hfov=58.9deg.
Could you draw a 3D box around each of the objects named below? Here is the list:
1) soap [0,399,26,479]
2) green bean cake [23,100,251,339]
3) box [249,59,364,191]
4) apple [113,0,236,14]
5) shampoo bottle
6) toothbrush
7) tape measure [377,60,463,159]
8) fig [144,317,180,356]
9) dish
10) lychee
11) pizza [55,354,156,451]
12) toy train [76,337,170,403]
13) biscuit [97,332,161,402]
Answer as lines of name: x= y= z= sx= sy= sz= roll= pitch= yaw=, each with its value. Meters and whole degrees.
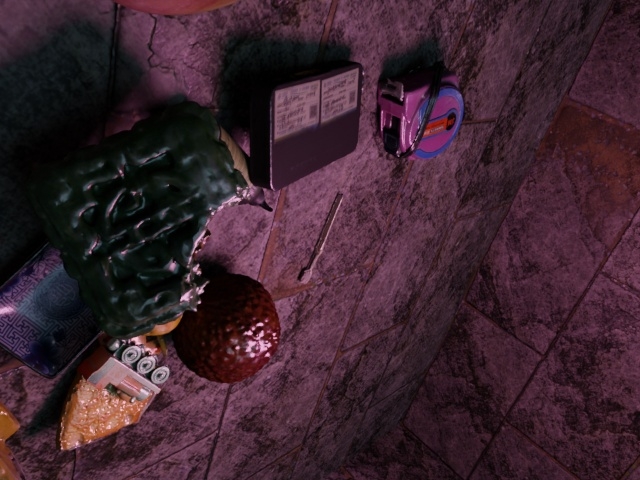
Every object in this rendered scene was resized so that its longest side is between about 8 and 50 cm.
soap: x=-0.569 y=0.232 z=0.789 sx=0.169 sy=0.304 sz=0.339 roll=-39 pitch=147 yaw=-27
green bean cake: x=-0.259 y=-0.033 z=0.903 sx=0.308 sy=0.169 sz=0.300 roll=-28 pitch=107 yaw=-13
box: x=-0.020 y=-0.249 z=1.182 sx=0.350 sy=0.058 sz=0.211 roll=-33 pitch=133 yaw=-49
apple: x=-0.188 y=-0.421 z=0.700 sx=0.306 sy=0.235 sz=0.306 roll=-32 pitch=142 yaw=-29
shampoo bottle: x=-0.181 y=-0.137 z=1.127 sx=0.101 sy=0.101 sz=0.284 roll=-51 pitch=149 yaw=-4
toothbrush: x=0.004 y=-0.001 z=1.585 sx=0.028 sy=0.026 sz=0.294 roll=-1 pitch=121 yaw=-52
tape measure: x=0.257 y=-0.338 z=1.476 sx=0.231 sy=0.149 sz=0.245 roll=-27 pitch=133 yaw=-32
fig: x=-0.340 y=0.153 z=1.156 sx=0.159 sy=0.159 sz=0.257 roll=-32 pitch=140 yaw=-30
dish: x=-0.452 y=0.095 z=0.994 sx=0.243 sy=0.080 sz=0.182 roll=-46 pitch=115 yaw=-8
lychee: x=-0.214 y=0.199 z=1.295 sx=0.260 sy=0.260 sz=0.260 roll=-34 pitch=144 yaw=-29
pizza: x=-0.488 y=0.366 z=1.246 sx=0.188 sy=0.080 sz=0.204 roll=37 pitch=80 yaw=-44
toy train: x=-0.392 y=0.268 z=1.157 sx=0.118 sy=0.074 sz=0.176 roll=-47 pitch=136 yaw=-14
biscuit: x=-0.407 y=0.240 z=1.204 sx=0.153 sy=0.030 sz=0.234 roll=-20 pitch=114 yaw=-41
